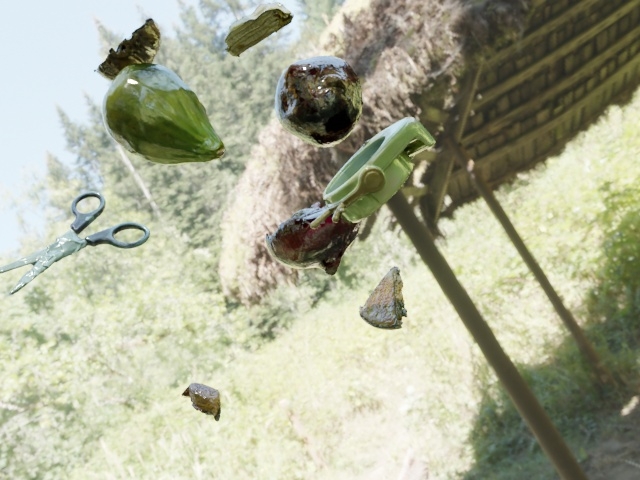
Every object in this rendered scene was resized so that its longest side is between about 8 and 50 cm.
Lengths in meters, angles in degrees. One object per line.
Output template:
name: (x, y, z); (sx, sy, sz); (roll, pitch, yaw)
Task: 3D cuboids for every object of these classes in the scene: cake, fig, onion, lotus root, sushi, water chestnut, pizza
cake: (-0.164, -0.530, 1.521); (0.185, 0.116, 0.079); (-32, -45, 5)
fig: (-0.285, -0.215, 1.154); (0.167, 0.233, 0.167); (-49, 13, 15)
onion: (0.000, 0.000, 1.678); (0.272, 0.195, 0.272); (-23, 3, 1)
lotus root: (-0.383, -0.376, 1.305); (0.167, 0.078, 0.329); (-38, 20, 1)
sushi: (-0.211, 0.296, 1.152); (0.050, 0.047, 0.099); (5, 13, -45)
water chestnut: (-0.004, -0.341, 1.555); (0.224, 0.223, 0.238); (-28, -9, -4)
pizza: (0.202, 0.170, 1.864); (0.052, 0.195, 0.185); (24, -7, -41)

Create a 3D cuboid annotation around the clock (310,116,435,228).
clock: (0.104, -0.134, 1.411); (0.308, 0.096, 0.235); (-49, 13, -21)

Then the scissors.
scissors: (-0.654, 0.013, 1.593); (0.383, 0.256, 0.029); (-38, -28, -37)
